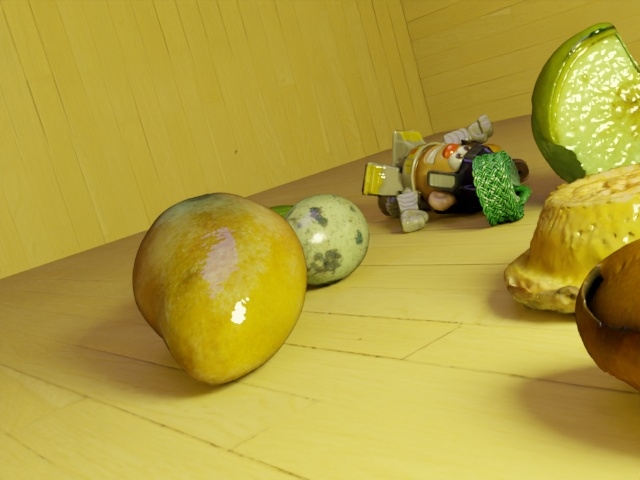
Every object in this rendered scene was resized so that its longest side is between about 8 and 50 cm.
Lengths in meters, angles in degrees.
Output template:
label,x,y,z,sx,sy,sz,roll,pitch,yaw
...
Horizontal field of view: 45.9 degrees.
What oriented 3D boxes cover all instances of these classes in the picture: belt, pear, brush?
label,x,y,z,sx,sy,sz,roll,pitch,yaw
belt,0.309,-0.092,1.271,0.079,0.121,0.151,-14,4,20
pear,0.446,-0.195,1.272,0.176,0.286,0.282,-34,7,8
brush,0.283,-0.107,1.614,0.327,0.070,0.065,-14,27,8

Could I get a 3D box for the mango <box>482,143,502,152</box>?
label,x,y,z,sx,sy,sz,roll,pitch,yaw
mango,0.392,-0.195,1.914,0.190,0.075,0.098,-30,7,-35

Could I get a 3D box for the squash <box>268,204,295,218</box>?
label,x,y,z,sx,sy,sz,roll,pitch,yaw
squash,-0.034,-0.017,1.375,0.107,0.107,0.395,-12,0,20

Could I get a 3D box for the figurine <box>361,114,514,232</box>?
label,x,y,z,sx,sy,sz,roll,pitch,yaw
figurine,0.240,-0.133,1.488,0.308,0.308,0.143,-9,-30,35

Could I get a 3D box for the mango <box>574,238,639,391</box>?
label,x,y,z,sx,sy,sz,roll,pitch,yaw
mango,0.271,0.045,0.474,0.166,0.136,0.236,-24,7,-29

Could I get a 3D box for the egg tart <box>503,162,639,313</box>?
label,x,y,z,sx,sy,sz,roll,pitch,yaw
egg tart,0.326,-0.010,0.798,0.288,0.118,0.288,-18,12,4

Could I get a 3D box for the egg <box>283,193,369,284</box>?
label,x,y,z,sx,sy,sz,roll,pitch,yaw
egg,0.000,0.000,1.171,0.141,0.141,0.181,-11,8,26

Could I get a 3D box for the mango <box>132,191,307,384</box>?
label,x,y,z,sx,sy,sz,roll,pitch,yaw
mango,-0.127,0.049,0.951,0.221,0.199,0.384,-9,21,-3
